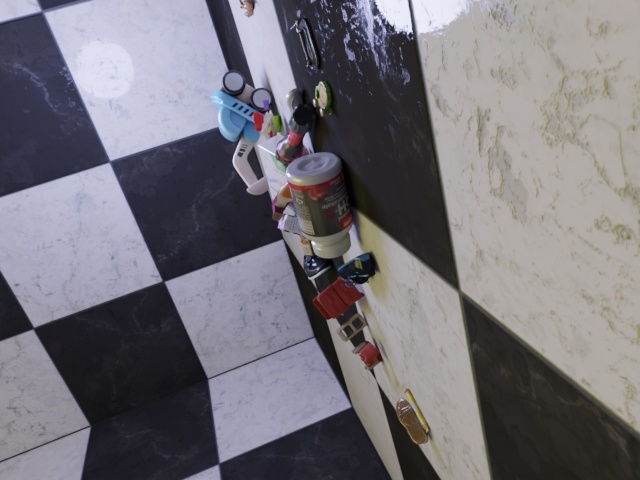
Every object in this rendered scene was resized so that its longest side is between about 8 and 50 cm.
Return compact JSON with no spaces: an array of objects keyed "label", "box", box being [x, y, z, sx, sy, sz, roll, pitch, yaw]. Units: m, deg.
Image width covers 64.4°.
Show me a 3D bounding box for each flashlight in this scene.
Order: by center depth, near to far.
[{"label":"flashlight","box":[-0.091,-0.358,1.768,0.304,0.103,0.103,133,120,-72]}]

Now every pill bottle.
[{"label":"pill bottle","box":[0.008,-0.105,1.633,0.176,0.177,0.318,-124,16,-55]}]

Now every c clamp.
[{"label":"c clamp","box":[-0.039,-0.557,1.444,0.137,0.022,0.160,175,76,-75]}]

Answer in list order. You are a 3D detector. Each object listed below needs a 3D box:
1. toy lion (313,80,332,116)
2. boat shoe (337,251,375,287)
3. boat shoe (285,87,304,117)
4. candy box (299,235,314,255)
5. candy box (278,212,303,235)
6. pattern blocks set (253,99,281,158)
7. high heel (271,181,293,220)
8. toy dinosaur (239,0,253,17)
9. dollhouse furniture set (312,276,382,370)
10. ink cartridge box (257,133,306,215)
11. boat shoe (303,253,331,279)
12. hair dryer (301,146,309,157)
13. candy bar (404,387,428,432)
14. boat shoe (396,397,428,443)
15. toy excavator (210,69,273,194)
[{"label":"toy lion","box":[0.008,-0.412,1.451,0.100,0.034,0.096,-119,20,-45]},{"label":"boat shoe","box":[0.117,0.111,1.698,0.258,0.109,0.088,111,135,-79]},{"label":"boat shoe","box":[-0.079,-0.450,1.767,0.063,0.066,0.184,51,162,20]},{"label":"candy box","box":[-0.052,-0.037,2.333,0.053,0.109,0.186,4,126,29]},{"label":"candy box","box":[-0.067,-0.055,2.105,0.165,0.197,0.070,-152,76,-77]},{"label":"pattern blocks set","box":[-0.224,-0.456,2.239,0.285,0.026,0.324,-71,-23,-50]},{"label":"high heel","box":[-0.134,-0.192,2.033,0.244,0.082,0.117,117,162,-47]},{"label":"toy dinosaur","box":[-0.283,-0.926,1.984,0.112,0.064,0.211,54,-176,-15]},{"label":"dollhouse furniture set","box":[0.142,0.326,2.007,0.374,0.152,0.201,52,169,3]},{"label":"ink cartridge box","box":[-0.129,-0.246,2.151,0.207,0.119,0.353,35,149,43]},{"label":"boat shoe","box":[-0.029,0.103,2.454,0.113,0.127,0.340,59,-179,-5]},{"label":"hair dryer","box":[-0.044,-0.225,1.982,0.223,0.080,0.293,-131,24,-68]},{"label":"candy bar","box":[0.329,0.581,1.741,0.040,0.018,0.161,83,163,-53]},{"label":"boat shoe","box":[0.320,0.631,1.768,0.059,0.063,0.170,35,-158,-44]},{"label":"toy excavator","box":[-0.356,-0.489,2.374,0.433,0.444,0.222,29,178,-11]}]
